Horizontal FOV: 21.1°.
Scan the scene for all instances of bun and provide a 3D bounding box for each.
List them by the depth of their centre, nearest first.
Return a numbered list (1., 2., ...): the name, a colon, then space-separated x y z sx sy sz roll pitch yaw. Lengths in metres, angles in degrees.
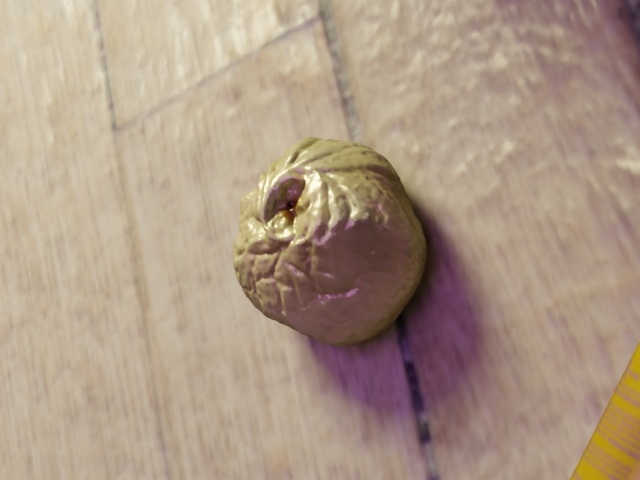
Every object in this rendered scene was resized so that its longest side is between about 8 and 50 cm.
1. bun: 0.000 0.000 0.921 0.115 0.069 0.115 -10 73 35

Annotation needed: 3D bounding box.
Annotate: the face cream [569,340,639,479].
1. face cream: 0.124 0.171 0.774 0.078 0.078 0.273 29 95 38
